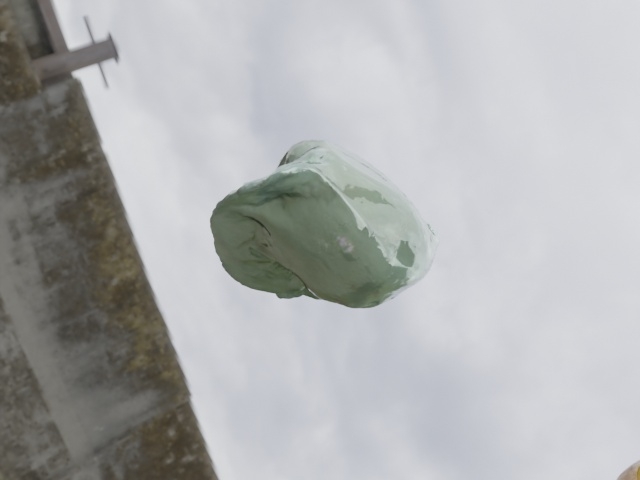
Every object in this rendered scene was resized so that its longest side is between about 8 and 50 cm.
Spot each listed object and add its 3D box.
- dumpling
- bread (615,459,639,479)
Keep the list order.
[{"bbox_3d":[0.023,-0.018,1.203,0.320,0.212,0.270,44,-28,-20],"label":"dumpling"},{"bbox_3d":[0.439,0.400,1.183,0.270,0.315,0.211,-49,-128,34],"label":"bread"}]
